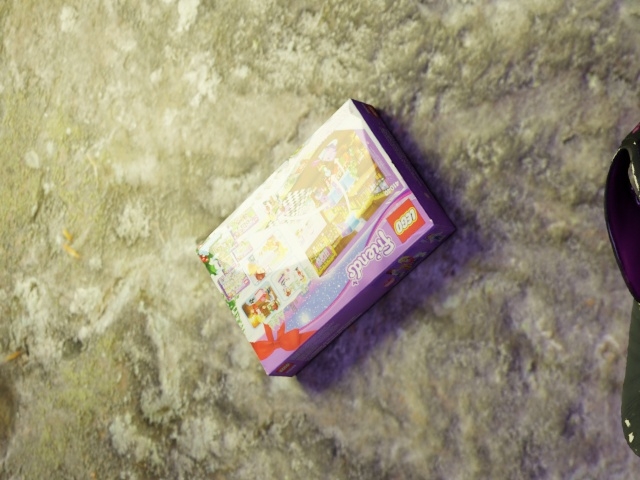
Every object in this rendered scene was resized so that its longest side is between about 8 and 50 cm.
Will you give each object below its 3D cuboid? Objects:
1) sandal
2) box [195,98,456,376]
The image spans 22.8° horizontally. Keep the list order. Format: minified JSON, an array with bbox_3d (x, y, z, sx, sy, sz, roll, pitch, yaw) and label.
[{"bbox_3d":[0.351,0.003,1.613,0.167,0.107,0.446,-178,95,-74],"label":"sandal"},{"bbox_3d":[0.000,0.000,1.923,0.293,0.057,0.201,-43,63,23],"label":"box"}]
